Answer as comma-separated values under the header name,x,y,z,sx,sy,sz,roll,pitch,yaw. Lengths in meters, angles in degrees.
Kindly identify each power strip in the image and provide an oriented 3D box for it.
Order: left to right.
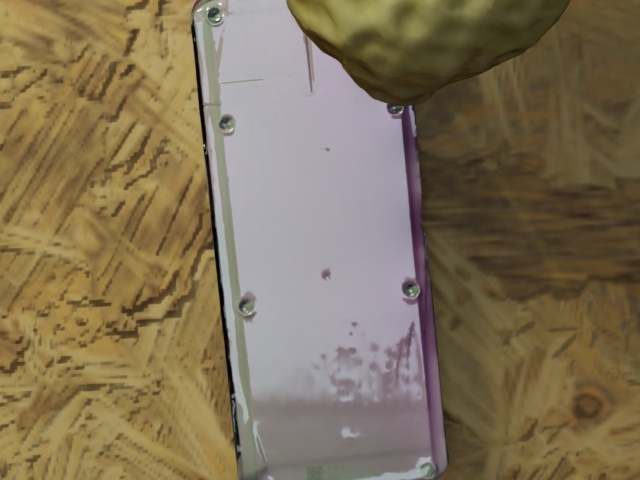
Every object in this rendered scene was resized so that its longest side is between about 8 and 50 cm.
name,x,y,z,sx,sy,sz,roll,pitch,yaw
power strip,0.000,0.000,0.910,0.109,0.037,0.279,-6,100,0

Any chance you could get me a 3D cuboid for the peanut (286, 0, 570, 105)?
name,x,y,z,sx,sy,sz,roll,pitch,yaw
peanut,0.094,-0.194,0.782,0.291,0.143,0.159,-42,91,21
